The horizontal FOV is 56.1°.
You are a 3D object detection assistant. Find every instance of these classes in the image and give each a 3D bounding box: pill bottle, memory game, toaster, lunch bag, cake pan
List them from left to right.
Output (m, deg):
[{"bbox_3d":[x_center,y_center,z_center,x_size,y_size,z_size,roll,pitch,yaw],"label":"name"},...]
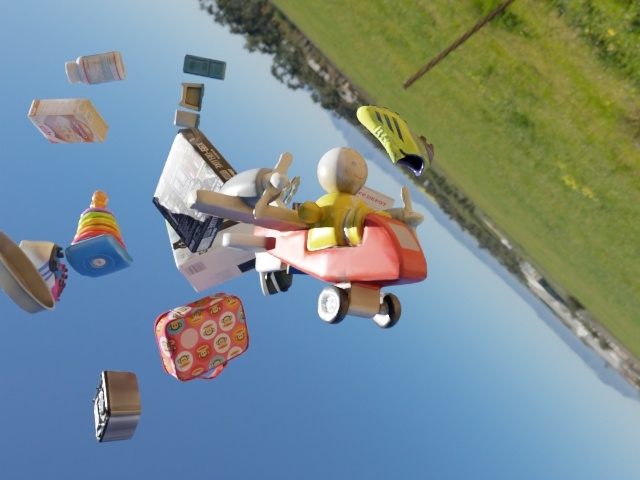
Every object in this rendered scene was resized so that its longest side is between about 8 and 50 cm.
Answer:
[{"bbox_3d":[-0.883,0.097,1.743,0.293,0.054,0.293,52,168,15],"label":"cake pan"},{"bbox_3d":[-0.682,-0.521,1.826,0.087,0.160,0.087,169,90,-84],"label":"pill bottle"},{"bbox_3d":[-0.629,0.516,1.846,0.110,0.168,0.185,5,-142,-29],"label":"toaster"},{"bbox_3d":[-0.375,0.326,1.957,0.293,0.258,0.120,-20,-164,-37],"label":"lunch bag"},{"bbox_3d":[-0.124,-0.146,2.088,0.012,0.186,0.186,35,-171,7],"label":"memory game"}]

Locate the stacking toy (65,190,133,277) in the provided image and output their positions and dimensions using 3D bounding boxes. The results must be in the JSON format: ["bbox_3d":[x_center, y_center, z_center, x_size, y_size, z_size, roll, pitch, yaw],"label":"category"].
[{"bbox_3d":[-0.708,-0.046,1.915,0.175,0.166,0.301,70,-177,-54],"label":"stacking toy"}]

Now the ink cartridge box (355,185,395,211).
[{"bbox_3d":[0.089,-0.043,1.652,0.159,0.217,0.092,25,170,1],"label":"ink cartridge box"}]

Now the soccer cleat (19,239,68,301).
[{"bbox_3d":[-0.950,0.099,2.046,0.143,0.331,0.116,13,-127,-11],"label":"soccer cleat"}]

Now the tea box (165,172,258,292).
[{"bbox_3d":[-0.398,-0.030,2.334,0.220,0.329,0.323,69,178,-56],"label":"tea box"}]

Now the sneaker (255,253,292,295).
[{"bbox_3d":[-0.148,0.069,2.008,0.079,0.121,0.216,-64,-37,-88],"label":"sneaker"}]

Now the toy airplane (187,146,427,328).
[{"bbox_3d":[0.002,-0.033,1.056,0.385,0.272,0.386,16,-174,6],"label":"toy airplane"}]

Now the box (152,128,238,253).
[{"bbox_3d":[-0.384,-0.149,1.832,0.077,0.307,0.242,-20,-119,-46],"label":"box"}]

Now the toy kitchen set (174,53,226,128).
[{"bbox_3d":[-0.338,-0.419,1.703,0.122,0.207,0.166,7,-172,-13],"label":"toy kitchen set"}]

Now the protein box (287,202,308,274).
[{"bbox_3d":[0.000,0.000,1.911,0.200,0.201,0.135,3,-130,-7],"label":"protein box"}]

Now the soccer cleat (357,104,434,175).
[{"bbox_3d":[0.229,-0.310,1.861,0.289,0.121,0.093,33,159,-16],"label":"soccer cleat"}]

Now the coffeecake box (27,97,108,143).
[{"bbox_3d":[-0.790,-0.374,1.887,0.142,0.186,0.068,73,-160,-62],"label":"coffeecake box"}]
